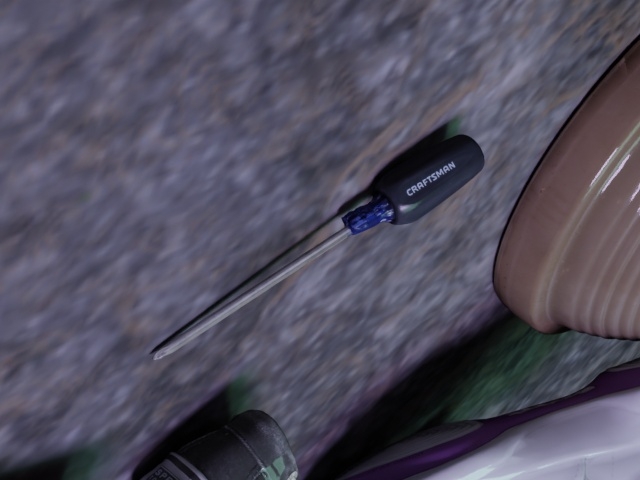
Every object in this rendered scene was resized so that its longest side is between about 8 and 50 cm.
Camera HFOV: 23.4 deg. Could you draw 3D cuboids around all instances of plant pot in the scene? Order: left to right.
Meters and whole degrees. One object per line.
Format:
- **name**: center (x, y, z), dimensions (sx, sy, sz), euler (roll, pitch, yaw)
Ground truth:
- **plant pot**: center (0.213, -0.023, 0.850), dimensions (0.237, 0.110, 0.237), euler (-38, 154, -22)

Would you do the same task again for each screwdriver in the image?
- **screwdriver**: center (0.000, 0.000, 0.628), dimensions (0.170, 0.024, 0.025), euler (-29, 121, -26)

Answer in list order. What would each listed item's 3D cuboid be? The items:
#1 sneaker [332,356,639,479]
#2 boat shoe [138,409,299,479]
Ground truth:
- **sneaker**: center (0.123, 0.161, 0.840), dimensions (0.305, 0.152, 0.114), euler (-17, 179, -6)
- **boat shoe**: center (-0.026, 0.150, 0.734), dimensions (0.070, 0.078, 0.219), euler (-40, 154, -17)
